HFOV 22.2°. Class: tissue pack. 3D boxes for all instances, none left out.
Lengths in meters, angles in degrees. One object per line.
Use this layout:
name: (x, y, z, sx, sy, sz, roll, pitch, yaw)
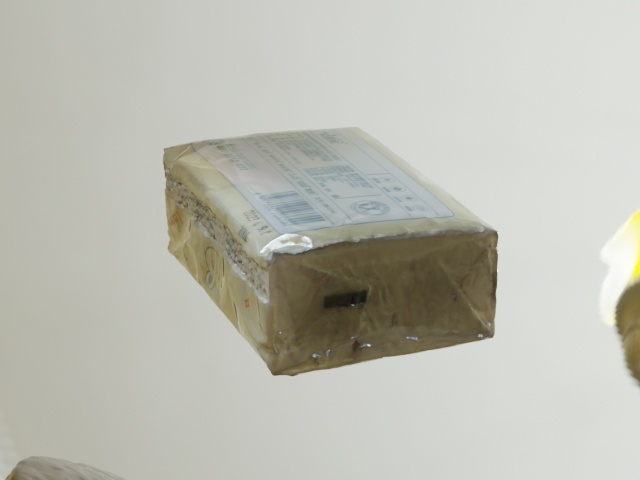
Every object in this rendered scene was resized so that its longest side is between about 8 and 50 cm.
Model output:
tissue pack: (0.000, 0.000, 0.993, 0.196, 0.148, 0.092, -134, -138, -58)

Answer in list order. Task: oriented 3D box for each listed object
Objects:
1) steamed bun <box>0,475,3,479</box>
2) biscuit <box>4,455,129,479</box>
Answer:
steamed bun: (-0.318, 0.127, 0.559, 0.367, 0.342, 0.255, -39, -91, 16)
biscuit: (-0.072, 0.268, 1.100, 0.394, 0.350, 0.070, 36, -87, 27)
